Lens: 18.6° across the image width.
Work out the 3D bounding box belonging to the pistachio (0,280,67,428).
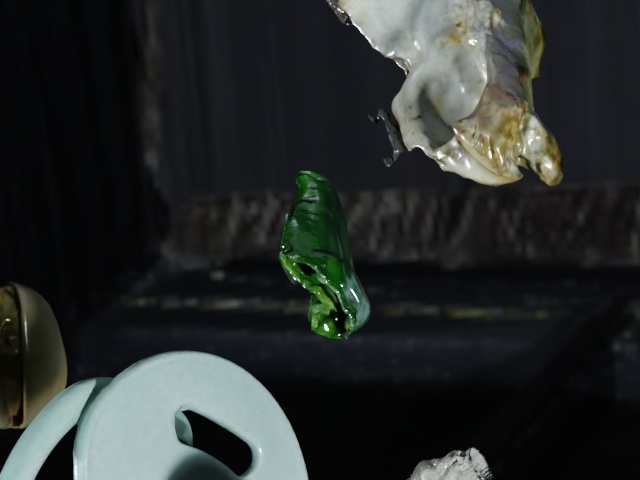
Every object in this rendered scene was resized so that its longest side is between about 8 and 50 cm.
[{"bbox_3d":[-0.308,0.115,1.906,0.124,0.185,0.124,4,-142,-3],"label":"pistachio"}]

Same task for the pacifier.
[{"bbox_3d":[-0.083,0.235,1.370,0.269,0.343,0.288,-10,149,43],"label":"pacifier"}]

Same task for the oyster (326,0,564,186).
[{"bbox_3d":[0.104,-0.161,1.616,0.197,0.133,0.337,24,-145,-27],"label":"oyster"}]

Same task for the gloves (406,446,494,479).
[{"bbox_3d":[0.066,0.134,1.035,0.081,0.044,0.037,-36,-148,11],"label":"gloves"}]

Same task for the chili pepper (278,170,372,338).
[{"bbox_3d":[-0.003,0.001,1.807,0.062,0.108,0.216,-19,-143,5],"label":"chili pepper"}]
